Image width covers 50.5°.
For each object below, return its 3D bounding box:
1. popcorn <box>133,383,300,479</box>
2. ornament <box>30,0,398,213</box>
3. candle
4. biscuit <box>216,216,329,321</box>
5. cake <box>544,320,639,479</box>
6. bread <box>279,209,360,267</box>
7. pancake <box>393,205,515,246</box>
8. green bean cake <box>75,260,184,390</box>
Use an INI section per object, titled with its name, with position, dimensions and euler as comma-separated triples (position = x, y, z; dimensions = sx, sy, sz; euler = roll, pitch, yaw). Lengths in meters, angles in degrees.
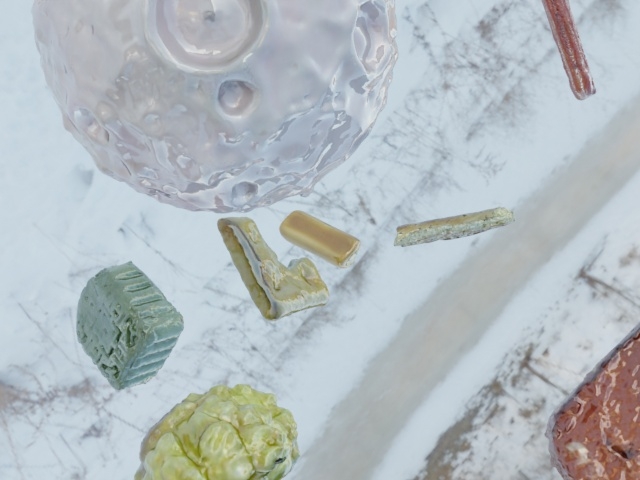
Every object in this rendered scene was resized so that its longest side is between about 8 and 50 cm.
[popcorn]
position = -0.118, 0.271, 0.801
dimensions = 0.189, 0.169, 0.218
euler = -66, 157, 3
[ornament]
position = -0.071, -0.143, 0.479
dimensions = 0.259, 0.259, 0.225
euler = -53, -171, 5
[candle]
position = 0.455, -0.416, 1.278
dimensions = 0.048, 0.051, 0.329
euler = -34, 110, -20
[biscuit]
position = -0.067, 0.039, 1.049
dimensions = 0.039, 0.174, 0.183
euler = -37, 162, 26
[cake]
position = 0.379, 0.191, 0.741
dimensions = 0.283, 0.177, 0.151
euler = -45, 156, -4
[bread]
position = 0.000, 0.000, 1.760
dimensions = 0.092, 0.239, 0.074
euler = -46, 142, -22
[pancake]
position = 0.261, -0.032, 1.437
dimensions = 0.265, 0.057, 0.244
euler = -15, 173, 28
[green bean cake]
position = -0.428, 0.185, 1.481
dimensions = 0.124, 0.227, 0.223
euler = -9, 138, -51
